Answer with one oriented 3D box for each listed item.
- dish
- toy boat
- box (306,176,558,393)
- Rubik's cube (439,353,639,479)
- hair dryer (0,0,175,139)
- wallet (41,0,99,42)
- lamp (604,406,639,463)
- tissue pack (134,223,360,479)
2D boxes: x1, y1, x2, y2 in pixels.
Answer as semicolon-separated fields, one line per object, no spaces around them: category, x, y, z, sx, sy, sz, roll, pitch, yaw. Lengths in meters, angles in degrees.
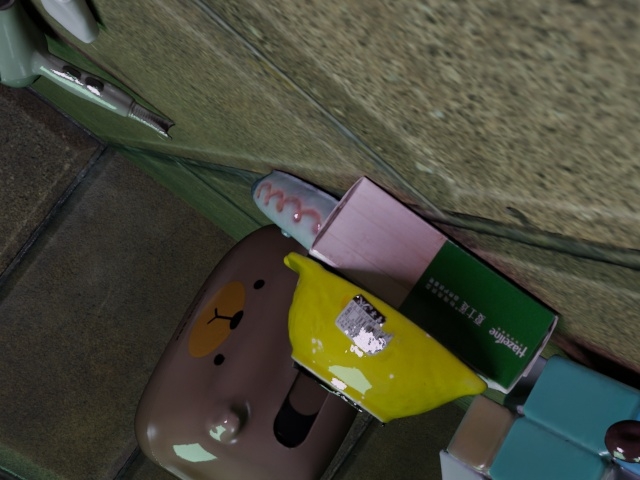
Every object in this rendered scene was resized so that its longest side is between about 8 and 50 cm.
dish;0.029;0.089;0.645;0.207;0.080;0.149;30;170;30
toy boat;0.000;0.000;0.842;0.207;0.079;0.134;32;170;47
box;0.085;0.041;0.683;0.199;0.081;0.135;34;173;0
Rubik's cube;0.231;0.235;0.675;0.265;0.213;0.224;22;169;48
hair dryer;-0.313;-0.225;0.965;0.267;0.092;0.229;21;165;8
wallet;-0.232;-0.215;0.708;0.061;0.025;0.122;34;174;-4
lamp;0.213;0.090;0.234;0.253;0.118;0.118;31;172;35
tissue pack;-0.070;0.176;1.130;0.267;0.387;0.277;38;155;-21
